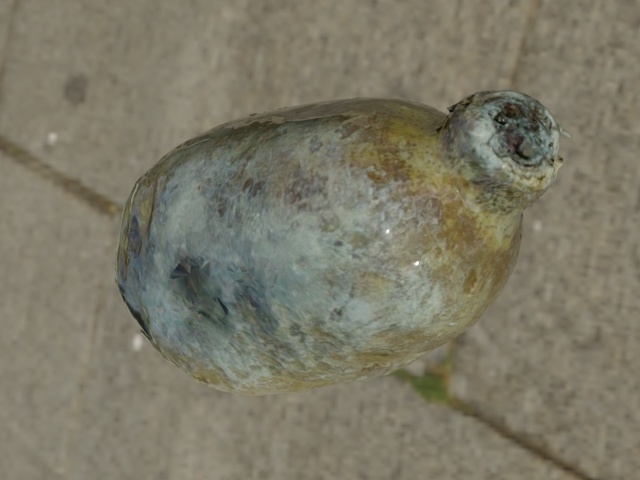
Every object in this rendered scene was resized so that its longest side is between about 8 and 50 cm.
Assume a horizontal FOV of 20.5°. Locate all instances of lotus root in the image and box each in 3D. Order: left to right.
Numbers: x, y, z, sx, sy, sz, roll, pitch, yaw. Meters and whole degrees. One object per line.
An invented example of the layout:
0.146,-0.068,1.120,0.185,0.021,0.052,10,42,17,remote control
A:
-0.001,0.002,1.028,0.350,0.175,0.175,-16,68,52,lotus root
